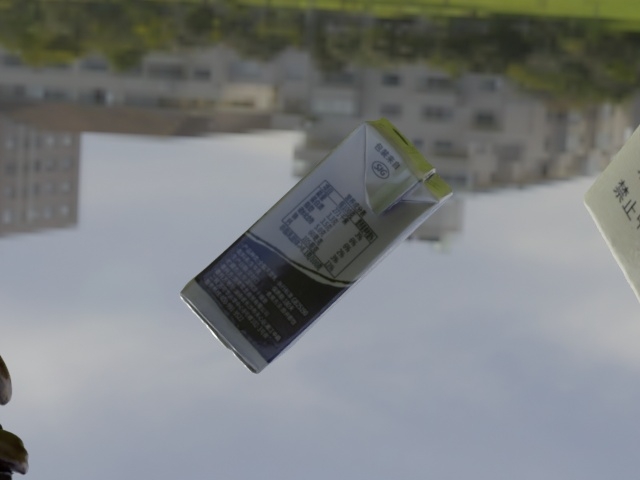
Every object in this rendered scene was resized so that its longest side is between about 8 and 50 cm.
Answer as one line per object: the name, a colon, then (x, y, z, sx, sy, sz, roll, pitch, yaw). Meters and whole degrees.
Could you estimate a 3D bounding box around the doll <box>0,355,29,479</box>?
doll: (-0.346, 0.222, 1.407, 0.318, 0.209, 0.340, -25, -156, 12)

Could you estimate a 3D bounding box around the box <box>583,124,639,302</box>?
box: (0.283, -0.054, 1.149, 0.071, 0.259, 0.168, 4, -133, -34)

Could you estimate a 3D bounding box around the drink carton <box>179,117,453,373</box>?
drink carton: (0.001, -0.001, 1.585, 0.102, 0.222, 0.134, 47, -170, 5)
